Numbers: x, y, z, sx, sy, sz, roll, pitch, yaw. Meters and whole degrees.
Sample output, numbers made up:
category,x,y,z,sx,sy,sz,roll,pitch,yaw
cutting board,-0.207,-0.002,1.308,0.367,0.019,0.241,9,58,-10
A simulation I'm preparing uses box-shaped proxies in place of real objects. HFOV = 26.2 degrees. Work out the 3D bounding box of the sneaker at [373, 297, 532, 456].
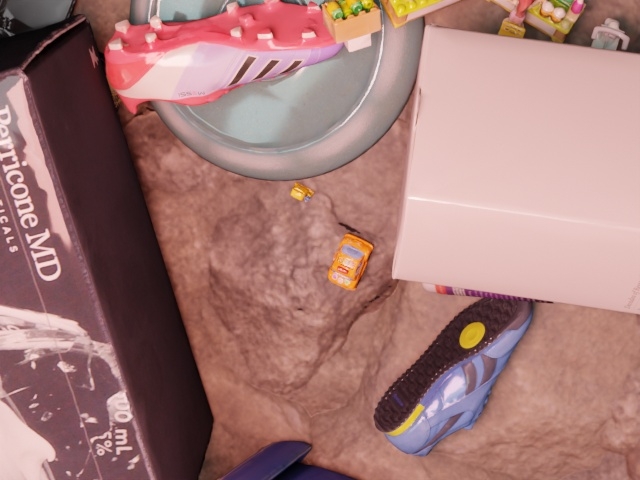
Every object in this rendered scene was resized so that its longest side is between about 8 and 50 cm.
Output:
category,x,y,z,sx,sy,sz,roll,pitch,yaw
sneaker,0.150,0.139,1.419,0.082,0.069,0.209,37,102,-30

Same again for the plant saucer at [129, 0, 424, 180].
category,x,y,z,sx,sy,sz,roll,pitch,yaw
plant saucer,-0.053,-0.214,1.401,0.317,0.044,0.318,3,103,14

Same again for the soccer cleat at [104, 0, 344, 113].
category,x,y,z,sx,sy,sz,roll,pitch,yaw
soccer cleat,-0.093,-0.180,1.365,0.248,0.083,0.095,-4,132,10

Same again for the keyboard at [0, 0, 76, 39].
category,x,y,z,sx,sy,sz,roll,pitch,yaw
keyboard,-0.301,-0.291,1.460,0.108,0.023,0.180,26,106,2

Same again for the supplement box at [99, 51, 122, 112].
category,x,y,z,sx,sy,sz,roll,pitch,yaw
supplement box,-0.256,-0.159,1.457,0.083,0.056,0.083,24,107,9

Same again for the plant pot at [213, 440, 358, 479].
category,x,y,z,sx,sy,sz,roll,pitch,yaw
plant pot,-0.047,0.352,1.426,0.212,0.236,0.236,40,109,11

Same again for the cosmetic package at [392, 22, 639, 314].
category,x,y,z,sx,sy,sz,roll,pitch,yaw
cosmetic package,0.256,-0.054,1.222,0.365,0.155,0.197,9,60,4

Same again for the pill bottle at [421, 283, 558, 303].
category,x,y,z,sx,sy,sz,roll,pitch,yaw
pill bottle,0.200,0.006,1.345,0.193,0.108,0.108,5,103,14

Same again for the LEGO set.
category,x,y,z,sx,sy,sz,roll,pitch,yaw
LEGO set,0.150,-0.232,1.276,0.287,0.107,0.132,12,71,-1

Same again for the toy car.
category,x,y,z,sx,sy,sz,roll,pitch,yaw
toy car,0.000,0.000,1.432,0.122,0.040,0.060,42,108,3

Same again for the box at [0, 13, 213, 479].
category,x,y,z,sx,sy,sz,roll,pitch,yaw
box,-0.404,0.082,1.357,0.471,0.297,0.480,-14,107,6
